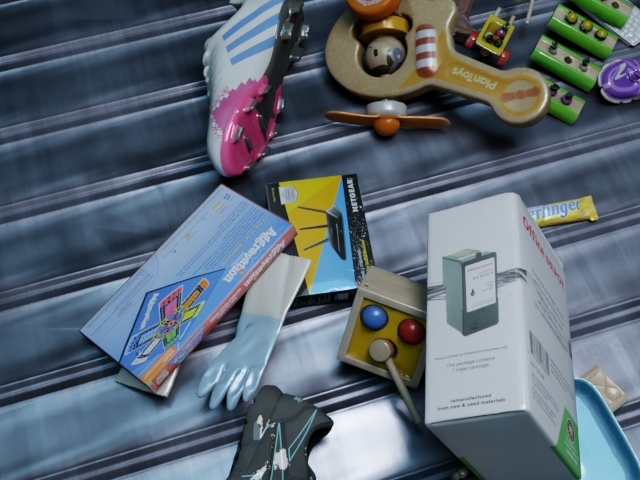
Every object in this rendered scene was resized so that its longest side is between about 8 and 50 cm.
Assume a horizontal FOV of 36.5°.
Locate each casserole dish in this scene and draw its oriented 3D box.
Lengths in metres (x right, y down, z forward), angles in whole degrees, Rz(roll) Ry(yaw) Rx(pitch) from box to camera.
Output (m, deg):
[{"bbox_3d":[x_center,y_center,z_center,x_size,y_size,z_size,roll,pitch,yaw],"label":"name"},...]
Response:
[{"bbox_3d":[0.322,0.261,1.208,0.114,0.037,0.188,-25,64,1],"label":"casserole dish"}]

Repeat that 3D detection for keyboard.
[{"bbox_3d":[0.436,-0.411,1.589,0.072,0.014,0.256,-38,70,-19],"label":"keyboard"}]

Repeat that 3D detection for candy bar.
[{"bbox_3d":[0.315,-0.035,1.385,0.161,0.018,0.040,-8,63,-7],"label":"candy bar"}]

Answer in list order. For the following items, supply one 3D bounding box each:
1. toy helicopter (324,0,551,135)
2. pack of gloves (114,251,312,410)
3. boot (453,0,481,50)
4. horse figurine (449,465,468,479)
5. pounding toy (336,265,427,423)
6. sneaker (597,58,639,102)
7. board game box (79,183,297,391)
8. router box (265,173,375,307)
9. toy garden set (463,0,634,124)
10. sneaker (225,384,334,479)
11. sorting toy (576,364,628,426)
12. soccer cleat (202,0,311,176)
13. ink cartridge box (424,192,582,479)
[{"bbox_3d":[0.160,-0.238,1.413,0.355,0.140,0.235,25,87,24],"label":"toy helicopter"},{"bbox_3d":[-0.134,0.115,1.279,0.195,0.046,0.232,11,62,26],"label":"pack of gloves"},{"bbox_3d":[0.241,-0.359,1.546,0.106,0.037,0.114,11,58,1],"label":"boot"},{"bbox_3d":[0.177,0.371,1.103,0.174,0.066,0.263,-16,55,-48],"label":"horse figurine"},{"bbox_3d":[0.095,0.132,1.231,0.130,0.141,0.100,20,26,9],"label":"pounding toy"},{"bbox_3d":[0.503,-0.256,1.469,0.170,0.071,0.068,-13,85,-8],"label":"sneaker"},{"bbox_3d":[-0.173,0.055,1.282,0.145,0.027,0.281,30,69,34],"label":"board game box"},{"bbox_3d":[0.000,0.000,1.340,0.133,0.046,0.179,-8,63,-5],"label":"router box"},{"bbox_3d":[0.355,-0.330,1.493,0.204,0.049,0.244,30,69,1],"label":"toy garden set"},{"bbox_3d":[-0.067,0.302,1.149,0.106,0.101,0.267,18,63,5],"label":"sneaker"},{"bbox_3d":[0.350,0.207,1.261,0.083,0.012,0.062,-32,65,-17],"label":"sorting toy"},{"bbox_3d":[-0.122,-0.233,1.436,0.143,0.116,0.331,8,59,20],"label":"soccer cleat"},{"bbox_3d":[0.220,0.121,1.165,0.121,0.211,0.289,-14,51,26],"label":"ink cartridge box"}]
